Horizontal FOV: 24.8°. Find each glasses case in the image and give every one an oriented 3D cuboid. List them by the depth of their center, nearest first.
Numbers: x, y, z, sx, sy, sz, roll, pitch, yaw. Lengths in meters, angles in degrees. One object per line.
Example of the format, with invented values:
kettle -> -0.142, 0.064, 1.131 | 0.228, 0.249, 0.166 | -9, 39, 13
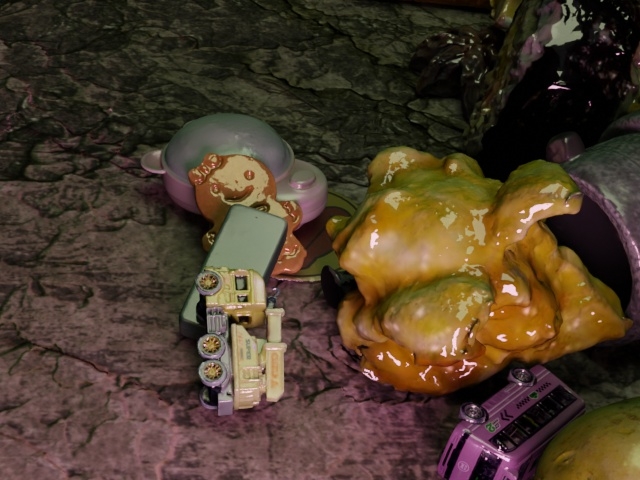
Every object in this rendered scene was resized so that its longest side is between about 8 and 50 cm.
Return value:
glasses case -> -0.104, 0.042, 1.748 | 0.078, 0.039, 0.184 | 18, 56, 7

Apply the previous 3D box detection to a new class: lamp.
lamp -> -0.103, -0.099, 1.933 | 0.246, 0.108, 0.179 | 23, 42, 19

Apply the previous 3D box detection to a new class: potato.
potato -> 0.359, 0.260, 1.475 | 0.304, 0.215, 0.216 | -5, 37, -17

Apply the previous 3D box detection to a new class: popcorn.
popcorn -> 0.176, 0.018, 1.671 | 0.321, 0.325, 0.290 | -9, 52, -37

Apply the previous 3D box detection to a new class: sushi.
sushi -> 0.386, -0.207, 2.058 | 0.285, 0.328, 0.328 | 25, 34, -4

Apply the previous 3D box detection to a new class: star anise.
star anise -> 0.267, -0.285, 2.324 | 0.236, 0.109, 0.223 | 31, 35, 30

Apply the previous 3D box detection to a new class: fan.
fan -> 0.000, -0.001, 1.918 | 0.335, 0.011, 0.229 | 21, 37, 15

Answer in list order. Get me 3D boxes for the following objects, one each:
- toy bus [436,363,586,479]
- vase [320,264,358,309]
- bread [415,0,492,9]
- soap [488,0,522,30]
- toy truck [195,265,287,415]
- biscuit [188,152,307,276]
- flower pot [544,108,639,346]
toy bus -> 0.212, 0.214, 1.602 | 0.098, 0.086, 0.178 | 37, 40, 24
vase -> 0.083, 0.039, 1.829 | 0.167, 0.059, 0.059 | -15, 42, -25
bread -> 0.199, -0.519, 2.597 | 0.344, 0.148, 0.195 | 4, 36, -11
soap -> 0.447, -0.358, 2.357 | 0.335, 0.156, 0.293 | 26, 25, -3
toy truck -> -0.089, 0.112, 1.633 | 0.100, 0.077, 0.168 | -1, 58, -6
biscuit -> -0.089, -0.031, 1.837 | 0.134, 0.027, 0.184 | -10, 73, -9
flower pot -> 0.409, -0.029, 1.850 | 0.283, 0.299, 0.299 | -22, 45, -27
